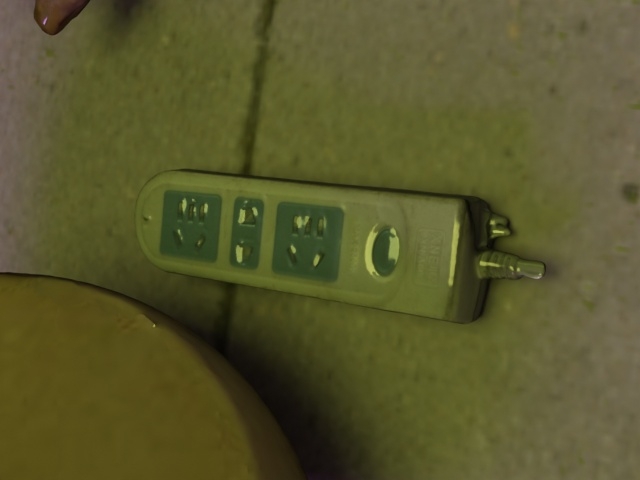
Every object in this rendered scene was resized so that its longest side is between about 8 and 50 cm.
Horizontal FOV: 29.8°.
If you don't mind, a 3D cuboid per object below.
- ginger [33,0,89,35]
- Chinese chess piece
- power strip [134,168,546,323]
[{"bbox_3d":[-0.203,-0.183,0.575,0.290,0.084,0.122,20,106,31],"label":"ginger"},{"bbox_3d":[-0.129,0.139,0.442,0.273,0.102,0.273,-6,54,9],"label":"Chinese chess piece"},{"bbox_3d":[0.000,0.000,0.478,0.191,0.030,0.047,8,93,32],"label":"power strip"}]
